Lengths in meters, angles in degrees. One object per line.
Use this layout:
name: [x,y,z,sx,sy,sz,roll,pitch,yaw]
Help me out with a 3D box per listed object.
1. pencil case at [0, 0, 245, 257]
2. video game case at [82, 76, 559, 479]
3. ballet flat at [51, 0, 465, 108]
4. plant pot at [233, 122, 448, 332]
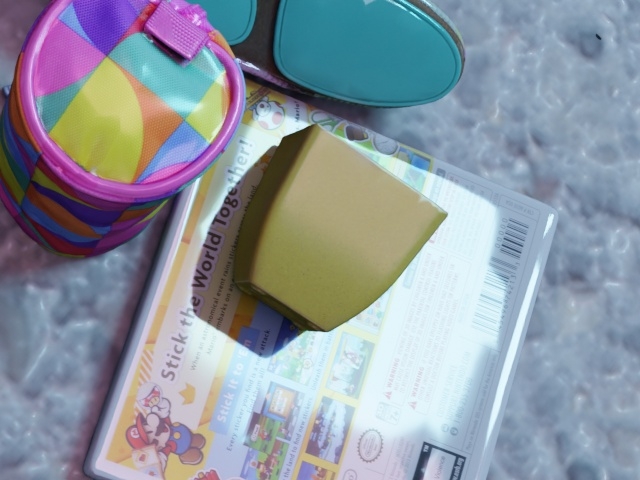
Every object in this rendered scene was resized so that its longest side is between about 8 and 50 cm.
pencil case: [-0.100,-0.053,0.827,0.104,0.236,0.104,1,86,-13]
video game case: [0.006,0.050,0.948,0.206,0.026,0.227,22,74,-14]
ballet flat: [-0.033,-0.122,0.943,0.221,0.079,0.077,8,108,-15]
plant pot: [0.000,0.000,0.902,0.081,0.081,0.083,35,81,-10]
